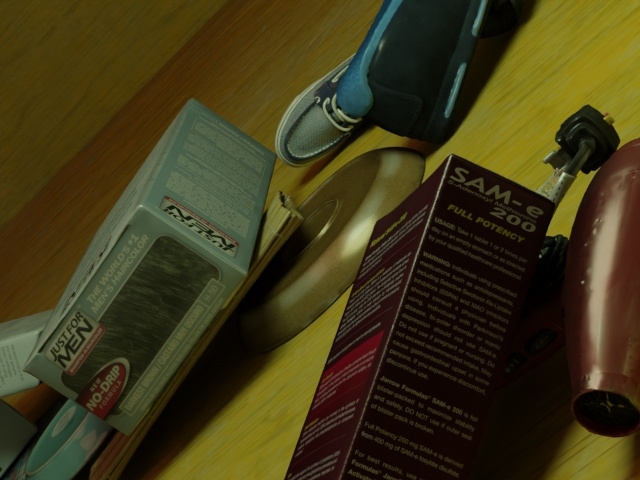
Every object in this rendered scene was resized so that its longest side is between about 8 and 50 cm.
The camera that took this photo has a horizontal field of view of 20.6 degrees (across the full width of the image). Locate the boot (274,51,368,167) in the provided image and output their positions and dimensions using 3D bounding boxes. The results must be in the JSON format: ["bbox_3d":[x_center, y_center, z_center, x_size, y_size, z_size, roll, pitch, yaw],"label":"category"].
[{"bbox_3d":[0.028,-0.143,1.783,0.190,0.069,0.086,-45,12,6],"label":"boot"}]

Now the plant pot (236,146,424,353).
[{"bbox_3d":[0.000,0.000,1.574,0.236,0.032,0.236,-46,14,15],"label":"plant pot"}]

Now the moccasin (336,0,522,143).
[{"bbox_3d":[0.129,-0.223,1.623,0.342,0.117,0.138,-60,5,-23],"label":"moccasin"}]

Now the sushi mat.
[{"bbox_3d":[-0.116,0.092,1.605,0.316,0.019,0.151,-55,10,7],"label":"sushi mat"}]

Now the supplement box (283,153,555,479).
[{"bbox_3d":[0.046,0.085,0.990,0.130,0.073,0.239,137,155,-66],"label":"supplement box"}]

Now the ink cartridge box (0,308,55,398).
[{"bbox_3d":[-0.360,0.133,1.969,0.330,0.071,0.324,-15,4,4],"label":"ink cartridge box"}]

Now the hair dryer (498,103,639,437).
[{"bbox_3d":[0.149,0.042,0.997,0.223,0.080,0.293,-63,7,8],"label":"hair dryer"}]

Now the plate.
[{"bbox_3d":[-0.240,0.184,1.724,0.188,0.024,0.188,-47,15,17],"label":"plate"}]

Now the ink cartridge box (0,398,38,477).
[{"bbox_3d":[-0.447,0.317,1.919,0.332,0.065,0.165,-55,16,-18],"label":"ink cartridge box"}]

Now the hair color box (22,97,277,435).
[{"bbox_3d":[-0.147,0.011,1.635,0.185,0.114,0.374,-54,8,16],"label":"hair color box"}]

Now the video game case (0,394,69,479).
[{"bbox_3d":[-0.321,0.259,1.872,0.193,0.023,0.212,-45,15,13],"label":"video game case"}]
